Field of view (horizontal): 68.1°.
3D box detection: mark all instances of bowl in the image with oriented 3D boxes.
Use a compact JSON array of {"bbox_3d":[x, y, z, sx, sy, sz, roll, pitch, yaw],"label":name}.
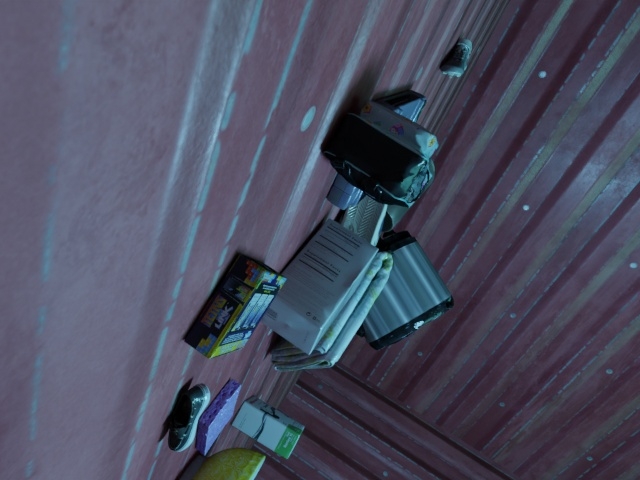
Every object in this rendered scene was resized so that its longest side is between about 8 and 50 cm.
[{"bbox_3d":[-0.285,0.649,1.224,0.289,0.156,0.289,-56,169,-16],"label":"bowl"}]

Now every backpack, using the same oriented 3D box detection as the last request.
[{"bbox_3d":[0.110,-0.136,0.798,0.144,0.166,0.188,-58,163,-2],"label":"backpack"}]

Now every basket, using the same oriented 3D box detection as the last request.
[{"bbox_3d":[0.221,-0.148,1.433,0.227,0.154,0.204,-50,166,-28],"label":"basket"}]

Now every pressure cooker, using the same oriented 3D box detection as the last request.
[{"bbox_3d":[0.252,0.157,1.803,0.375,0.420,0.370,-18,164,-45],"label":"pressure cooker"}]

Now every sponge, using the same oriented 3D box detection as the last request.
[{"bbox_3d":[-0.242,0.417,1.112,0.117,0.031,0.210,-51,167,-40],"label":"sponge"}]

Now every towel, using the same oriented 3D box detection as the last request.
[{"bbox_3d":[0.032,0.211,1.368,0.320,0.090,0.374,-28,-159,54],"label":"towel"}]

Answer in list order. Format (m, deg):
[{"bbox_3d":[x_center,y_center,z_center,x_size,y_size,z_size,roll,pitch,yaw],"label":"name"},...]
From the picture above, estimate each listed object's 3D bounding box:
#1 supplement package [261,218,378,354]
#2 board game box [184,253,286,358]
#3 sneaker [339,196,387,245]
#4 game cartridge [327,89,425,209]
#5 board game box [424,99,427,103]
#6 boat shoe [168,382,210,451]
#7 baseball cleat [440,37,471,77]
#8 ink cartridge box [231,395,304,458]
[{"bbox_3d":[-0.002,0.096,1.027,0.244,0.134,0.139,-50,167,-36],"label":"supplement package"},{"bbox_3d":[-0.119,0.098,0.713,0.141,0.048,0.170,-56,171,-4],"label":"board game box"},{"bbox_3d":[0.079,0.025,1.229,0.350,0.131,0.148,-61,169,-8],"label":"sneaker"},{"bbox_3d":[0.136,-0.211,1.060,0.355,0.068,0.230,-43,157,-60],"label":"game cartridge"},{"bbox_3d":[0.243,-0.326,1.341,0.186,0.026,0.126,-47,165,-52],"label":"board game box"},{"bbox_3d":[-0.228,0.296,0.785,0.040,0.049,0.142,-3,124,-56],"label":"boat shoe"},{"bbox_3d":[0.415,-0.559,1.446,0.206,0.072,0.109,-52,155,-60],"label":"baseball cleat"},{"bbox_3d":[-0.167,0.599,1.534,0.087,0.208,0.153,-61,172,-8],"label":"ink cartridge box"}]
